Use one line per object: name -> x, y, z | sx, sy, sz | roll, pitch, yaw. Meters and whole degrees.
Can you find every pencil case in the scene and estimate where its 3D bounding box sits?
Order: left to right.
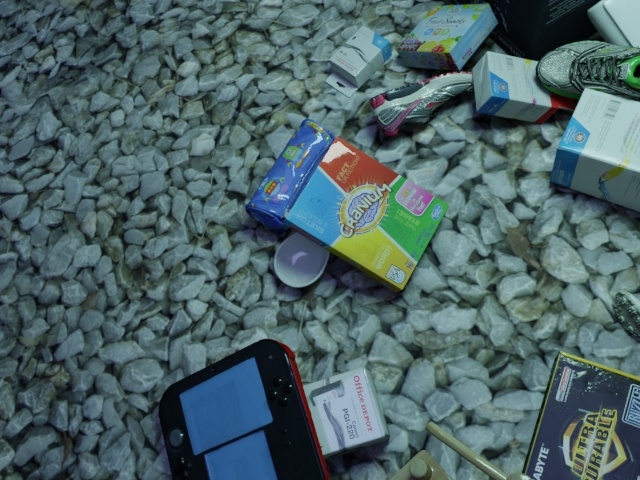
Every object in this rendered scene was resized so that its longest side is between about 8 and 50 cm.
pencil case -> -0.068, -0.165, 1.542 | 0.133, 0.119, 0.306 | 19, 73, 44

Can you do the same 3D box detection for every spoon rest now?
spoon rest -> 0.000, 0.000, 1.478 | 0.276, 0.084, 0.137 | -44, 64, -7

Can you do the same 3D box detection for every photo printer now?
photo printer -> 0.819, -0.495, 1.403 | 0.256, 0.107, 0.307 | -37, 95, 3

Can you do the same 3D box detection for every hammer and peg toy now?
hammer and peg toy -> 0.229, 0.542, 1.153 | 0.361, 0.127, 0.266 | -42, 52, -5

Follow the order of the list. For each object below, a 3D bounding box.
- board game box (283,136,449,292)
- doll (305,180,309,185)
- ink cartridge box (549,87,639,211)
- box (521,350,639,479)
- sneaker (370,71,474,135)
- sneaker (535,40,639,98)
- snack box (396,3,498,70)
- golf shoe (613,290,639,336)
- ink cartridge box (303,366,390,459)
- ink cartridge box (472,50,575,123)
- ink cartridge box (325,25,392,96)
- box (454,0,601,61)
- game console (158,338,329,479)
board game box -> 0.108, -0.061, 1.417 | 0.317, 0.064, 0.242 | 31, 77, -3
doll -> 0.057, -0.148, 1.518 | 0.189, 0.046, 0.129 | -27, 106, -26
ink cartridge box -> 0.667, -0.198, 1.341 | 0.233, 0.168, 0.171 | 24, 74, 23
box -> 0.551, 0.415, 1.170 | 0.257, 0.079, 0.321 | 18, 74, 19
sneaker -> 0.279, -0.361, 1.553 | 0.299, 0.121, 0.112 | -18, 100, -4
sneaker -> 0.652, -0.384, 1.327 | 0.344, 0.146, 0.134 | 11, 102, 32
snack box -> 0.330, -0.537, 1.578 | 0.174, 0.070, 0.207 | -50, 38, -8
golf shoe -> 0.694, 0.172, 1.252 | 0.086, 0.069, 0.176 | -24, 66, -19
ink cartridge box -> 0.025, 0.386, 1.307 | 0.218, 0.092, 0.158 | -19, 65, 4
ink cartridge box -> 0.501, -0.372, 1.478 | 0.231, 0.078, 0.134 | 7, 67, -14
ink cartridge box -> 0.100, -0.500, 1.672 | 0.104, 0.060, 0.180 | 40, 82, 24
box -> 0.495, -0.768, 1.454 | 0.297, 0.471, 0.479 | -34, 64, 0
game console -> -0.184, 0.428, 1.300 | 0.387, 0.060, 0.341 | -29, 62, 23
